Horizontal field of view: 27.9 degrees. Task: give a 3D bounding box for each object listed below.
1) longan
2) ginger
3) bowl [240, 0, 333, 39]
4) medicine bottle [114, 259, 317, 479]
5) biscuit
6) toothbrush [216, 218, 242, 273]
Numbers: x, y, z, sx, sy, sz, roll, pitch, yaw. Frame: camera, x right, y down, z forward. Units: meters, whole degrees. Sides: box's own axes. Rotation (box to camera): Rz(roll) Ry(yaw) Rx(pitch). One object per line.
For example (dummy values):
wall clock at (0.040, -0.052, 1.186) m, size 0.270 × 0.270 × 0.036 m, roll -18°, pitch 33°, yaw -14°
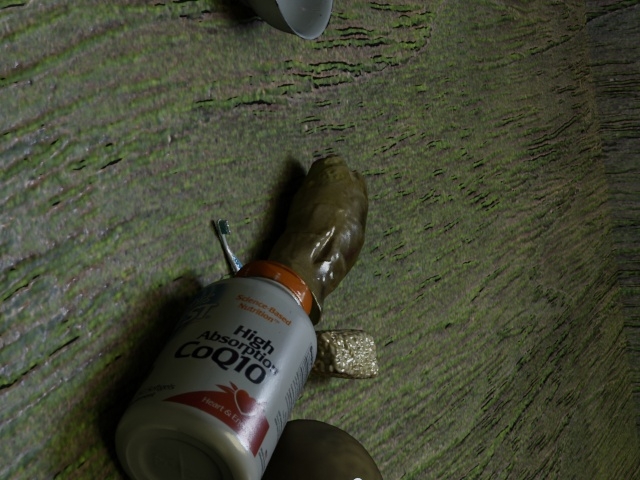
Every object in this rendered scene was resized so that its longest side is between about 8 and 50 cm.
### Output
longan at (-0.008, 0.319, 1.536) m, size 0.198 × 0.198 × 0.212 m, roll 34°, pitch 56°, yaw -59°
ginger at (0.000, 0.000, 1.692) m, size 0.116 × 0.109 × 0.263 m, roll 99°, pitch 10°, yaw -46°
bowl at (-0.060, -0.343, 1.645) m, size 0.189 × 0.086 × 0.189 m, roll 15°, pitch 73°, yaw -62°
medicine bottle at (-0.098, 0.145, 1.402) m, size 0.288 × 0.157 × 0.157 m, roll -64°, pitch 141°, yaw -48°
biscuit at (0.021, 0.154, 1.738) m, size 0.168 × 0.082 × 0.070 m, roll 11°, pitch 74°, yaw -63°
toothbrush at (-0.101, 0.042, 1.582) m, size 0.014 × 0.017 × 0.162 m, roll -54°, pitch 138°, yaw -47°
